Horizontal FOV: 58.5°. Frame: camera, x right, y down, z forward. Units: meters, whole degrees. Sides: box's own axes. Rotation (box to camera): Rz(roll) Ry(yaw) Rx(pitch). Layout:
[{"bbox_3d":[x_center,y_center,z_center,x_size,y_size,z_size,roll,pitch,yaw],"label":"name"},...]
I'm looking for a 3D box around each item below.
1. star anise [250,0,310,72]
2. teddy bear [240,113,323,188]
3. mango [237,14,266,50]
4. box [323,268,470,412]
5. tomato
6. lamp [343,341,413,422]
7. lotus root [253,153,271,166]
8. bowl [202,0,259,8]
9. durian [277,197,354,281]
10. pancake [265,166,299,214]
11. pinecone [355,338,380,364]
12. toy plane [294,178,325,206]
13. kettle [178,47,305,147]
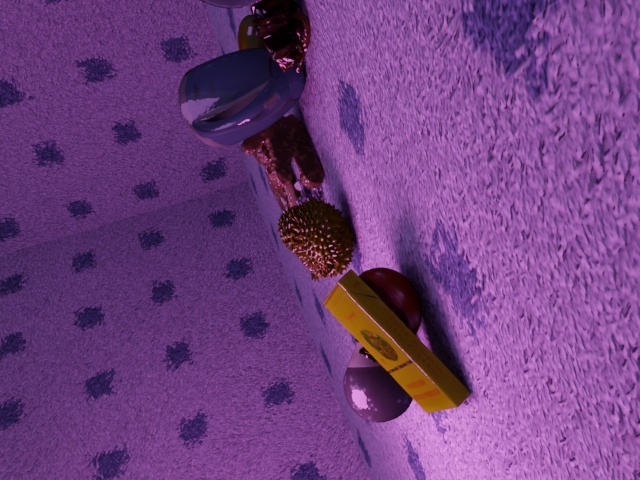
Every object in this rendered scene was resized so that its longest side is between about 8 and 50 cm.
[{"bbox_3d":[-0.091,-0.532,1.397,0.190,0.125,0.220,72,-162,2],"label":"star anise"},{"bbox_3d":[-0.138,-0.270,1.801,0.222,0.246,0.296,-34,62,52],"label":"teddy bear"},{"bbox_3d":[-0.237,-0.695,1.979,0.137,0.091,0.237,62,161,21],"label":"mango"},{"bbox_3d":[0.146,0.218,1.196,0.335,0.047,0.187,45,160,8],"label":"box"},{"bbox_3d":[0.157,0.130,1.233,0.173,0.099,0.189,44,158,22],"label":"tomato"},{"bbox_3d":[0.127,0.308,1.473,0.182,0.181,0.314,112,139,-75],"label":"lamp"},{"bbox_3d":[-0.215,-0.408,2.197,0.160,0.146,0.285,-43,60,56],"label":"lotus root"},{"bbox_3d":[-0.182,-0.698,1.250,0.157,0.345,0.346,-58,-42,-59],"label":"bowl"},{"bbox_3d":[-0.001,-0.003,1.596,0.200,0.176,0.237,-56,-50,-43],"label":"durian"},{"bbox_3d":[-0.141,-0.176,2.373,0.387,0.082,0.387,158,90,-80],"label":"pancake"},{"bbox_3d":[0.152,0.225,1.354,0.140,0.140,0.121,-126,48,-60],"label":"pinecone"},{"bbox_3d":[-0.026,-0.117,1.872,0.160,0.082,0.234,-37,69,51],"label":"toy plane"},{"bbox_3d":[-0.205,-0.396,1.593,0.247,0.341,0.320,52,-137,-34],"label":"kettle"}]
